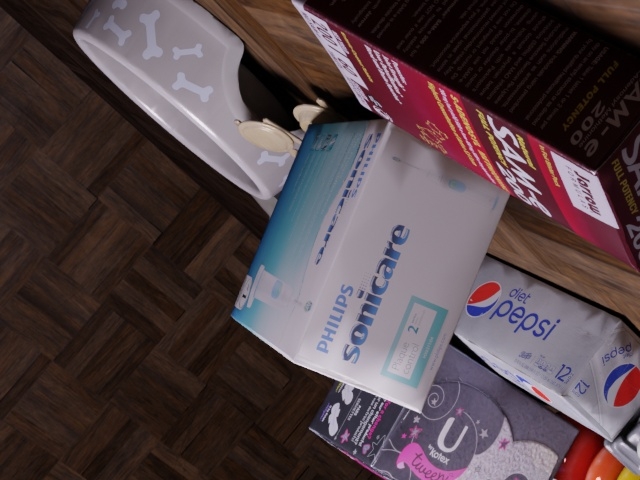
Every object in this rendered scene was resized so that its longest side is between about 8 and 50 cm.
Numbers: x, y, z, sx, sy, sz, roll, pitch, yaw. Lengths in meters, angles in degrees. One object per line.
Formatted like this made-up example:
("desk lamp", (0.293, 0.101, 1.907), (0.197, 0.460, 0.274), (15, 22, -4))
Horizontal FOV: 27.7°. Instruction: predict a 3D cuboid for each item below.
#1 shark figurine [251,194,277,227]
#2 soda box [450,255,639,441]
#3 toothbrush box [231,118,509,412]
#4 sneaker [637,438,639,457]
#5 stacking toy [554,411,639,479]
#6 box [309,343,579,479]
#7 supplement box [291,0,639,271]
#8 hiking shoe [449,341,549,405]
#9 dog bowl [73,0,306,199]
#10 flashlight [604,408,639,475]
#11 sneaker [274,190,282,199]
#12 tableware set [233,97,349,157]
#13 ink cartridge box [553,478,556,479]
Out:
("shark figurine", (-0.048, -0.029, 2.045), (0.166, 0.116, 0.278), (42, 176, -35))
("soda box", (0.224, 0.101, 1.353), (0.091, 0.098, 0.286), (42, 174, -28))
("toothbrush box", (0.035, 0.011, 1.181), (0.126, 0.216, 0.295), (23, 178, -13))
("sneaker", (0.440, 0.296, 1.143), (0.385, 0.147, 0.145), (35, 163, 17))
("stacking toy", (0.392, 0.299, 1.493), (0.330, 0.141, 0.141), (31, 170, 36))
("box", (0.143, 0.217, 1.476), (0.247, 0.163, 0.142), (34, 172, -30))
("supplement box", (0.106, -0.089, 0.779), (0.239, 0.073, 0.130), (35, 172, 35))
("hiking shoe", (0.196, 0.121, 1.608), (0.304, 0.113, 0.132), (36, 173, 32))
("dog bowl", (-0.148, -0.182, 1.549), (0.349, 0.102, 0.349), (40, 175, 4))
("flashlight", (0.431, 0.267, 1.295), (0.304, 0.103, 0.103), (41, 172, 5))
("sneaker", (0.000, 0.000, 1.804), (0.330, 0.146, 0.122), (38, 176, 31))
("tableware set", (-0.001, -0.101, 1.380), (0.169, 0.020, 0.141), (-2, 152, 47))
("ink cartridge box", (0.503, 0.450, 2.172), (0.273, 0.114, 0.198), (35, 172, 42))
